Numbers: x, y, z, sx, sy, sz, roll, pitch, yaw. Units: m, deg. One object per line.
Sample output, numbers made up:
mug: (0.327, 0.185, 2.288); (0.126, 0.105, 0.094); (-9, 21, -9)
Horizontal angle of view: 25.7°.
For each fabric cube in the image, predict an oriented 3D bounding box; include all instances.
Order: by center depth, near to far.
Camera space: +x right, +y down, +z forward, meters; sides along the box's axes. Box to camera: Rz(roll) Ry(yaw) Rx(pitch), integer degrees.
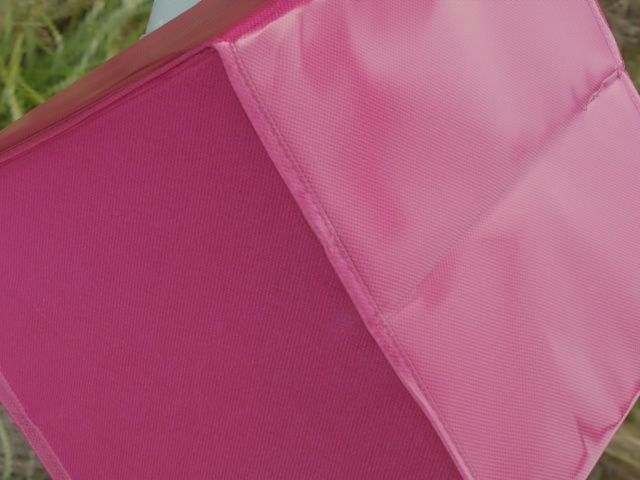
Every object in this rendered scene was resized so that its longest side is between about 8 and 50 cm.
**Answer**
fabric cube: (0.000, 0.000, 0.696); (0.258, 0.254, 0.259); (-42, 108, -45)

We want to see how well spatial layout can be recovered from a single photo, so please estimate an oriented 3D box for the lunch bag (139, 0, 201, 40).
lunch bag: (-0.055, -0.194, 1.547); (0.279, 0.224, 0.107); (31, 71, -59)
